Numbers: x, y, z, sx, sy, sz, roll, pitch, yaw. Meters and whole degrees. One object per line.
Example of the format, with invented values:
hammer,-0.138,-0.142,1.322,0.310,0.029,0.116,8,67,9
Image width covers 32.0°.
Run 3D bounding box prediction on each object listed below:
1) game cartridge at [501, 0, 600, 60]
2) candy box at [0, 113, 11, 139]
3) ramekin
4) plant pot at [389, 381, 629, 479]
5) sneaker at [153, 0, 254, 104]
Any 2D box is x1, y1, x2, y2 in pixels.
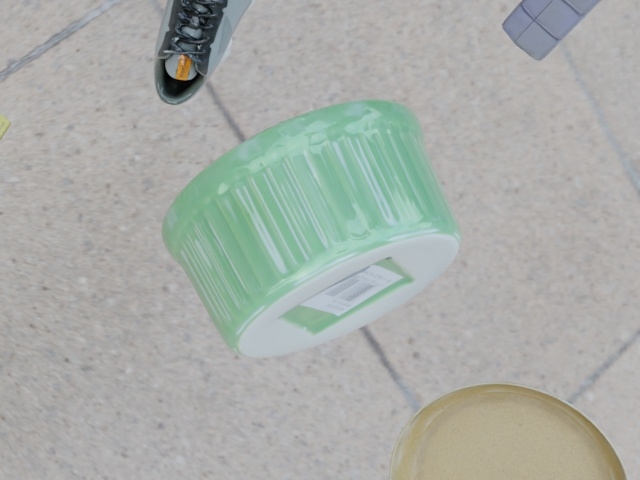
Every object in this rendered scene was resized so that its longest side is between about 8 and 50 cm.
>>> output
game cartridge,0.303,-0.309,0.893,0.068,0.230,0.355,43,61,5
candy box,-0.418,-0.137,1.108,0.186,0.109,0.053,41,42,-22
ramekin,0.000,0.000,1.174,0.303,0.303,0.148,-17,68,-26
plant pot,0.185,0.243,1.095,0.032,0.236,0.236,-42,116,-66
sneaker,-0.138,-0.253,1.295,0.100,0.271,0.108,21,59,-5
